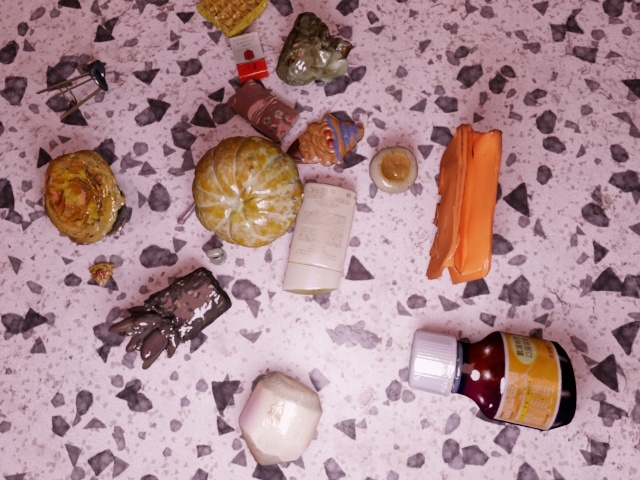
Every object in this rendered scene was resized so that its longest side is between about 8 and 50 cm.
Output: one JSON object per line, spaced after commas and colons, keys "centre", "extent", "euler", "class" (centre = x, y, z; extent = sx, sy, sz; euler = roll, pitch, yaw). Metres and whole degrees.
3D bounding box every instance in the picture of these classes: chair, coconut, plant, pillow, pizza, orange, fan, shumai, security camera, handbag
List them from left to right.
{"centre": [-0.799, -0.500, 1.333], "extent": [0.222, 0.104, 0.095], "euler": [-32, 107, 0], "class": "chair"}
{"centre": [-0.684, 0.107, 1.257], "extent": [0.084, 0.025, 0.077], "euler": [-13, 78, -2], "class": "pizza"}
{"centre": [-0.431, 0.214, 1.161], "extent": [0.321, 0.181, 0.194], "euler": [-35, 82, -9], "class": "plant"}
{"centre": [-0.359, -0.157, 1.298], "extent": [0.057, 0.023, 0.282], "euler": [38, 83, -2], "class": "fan"}
{"centre": [-0.320, 0.045, 1.227], "extent": [0.058, 0.092, 0.058], "euler": [0, 82, -1], "class": "security camera"}
{"centre": [-0.212, -0.136, 1.158], "extent": [0.330, 0.249, 0.328], "euler": [2, 107, 5], "class": "orange"}
{"centre": [-0.188, -0.430, 1.329], "extent": [0.233, 0.043, 0.126], "euler": [37, 84, 7], "class": "pillow"}
{"centre": [-0.112, 0.491, 1.092], "extent": [0.225, 0.224, 0.233], "euler": [26, 70, 5], "class": "coconut"}
{"centre": [-0.019, -0.596, 1.308], "extent": [0.219, 0.189, 0.255], "euler": [15, 65, -14], "class": "shumai"}
{"centre": [0.391, -0.093, 1.133], "extent": [0.116, 0.303, 0.409], "euler": [9, 79, 4], "class": "handbag"}

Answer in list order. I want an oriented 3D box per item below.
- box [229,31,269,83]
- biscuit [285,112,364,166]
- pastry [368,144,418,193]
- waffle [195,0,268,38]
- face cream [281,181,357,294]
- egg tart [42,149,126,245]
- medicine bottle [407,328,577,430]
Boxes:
{"centre": [-0.241, -0.619, 1.360], "extent": [0.100, 0.048, 0.151], "euler": [-16, 79, 0], "class": "box"}
{"centre": [0.013, -0.322, 1.314], "extent": [0.281, 0.043, 0.183], "euler": [-20, 78, -5], "class": "biscuit"}
{"centre": [0.229, -0.220, 1.263], "extent": [0.157, 0.092, 0.156], "euler": [-1, 82, 4], "class": "pastry"}
{"centre": [-0.311, -0.837, 1.391], "extent": [0.219, 0.057, 0.229], "euler": [40, 83, 7], "class": "waffle"}
{"centre": [0.000, 0.000, 1.234], "extent": [0.174, 0.081, 0.347], "euler": [10, 81, 3], "class": "face cream"}
{"centre": [-0.721, -0.131, 1.256], "extent": [0.298, 0.132, 0.296], "euler": [1, 93, 10], "class": "egg tart"}
{"centre": [0.441, 0.362, 1.089], "extent": [0.396, 0.242, 0.242], "euler": [6, 81, 8], "class": "medicine bottle"}
